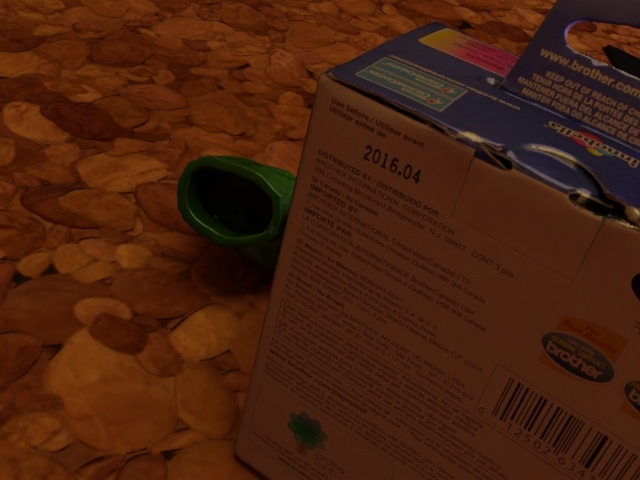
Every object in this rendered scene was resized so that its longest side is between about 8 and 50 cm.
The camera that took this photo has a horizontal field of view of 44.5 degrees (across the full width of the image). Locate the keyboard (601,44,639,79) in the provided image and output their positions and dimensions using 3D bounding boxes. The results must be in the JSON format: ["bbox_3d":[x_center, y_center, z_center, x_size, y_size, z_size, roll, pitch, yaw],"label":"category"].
[{"bbox_3d":[0.547,-0.183,1.190,0.201,0.033,0.317,18,39,-19],"label":"keyboard"}]

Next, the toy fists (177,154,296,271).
[{"bbox_3d":[0.000,0.000,0.741,0.279,0.096,0.142,24,11,15],"label":"toy fists"}]

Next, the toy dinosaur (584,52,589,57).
[{"bbox_3d":[0.445,-0.224,1.219,0.118,0.064,0.268,29,37,-4],"label":"toy dinosaur"}]

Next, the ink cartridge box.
[{"bbox_3d":[0.116,0.046,0.494,0.270,0.396,0.151,30,40,20],"label":"ink cartridge box"}]
